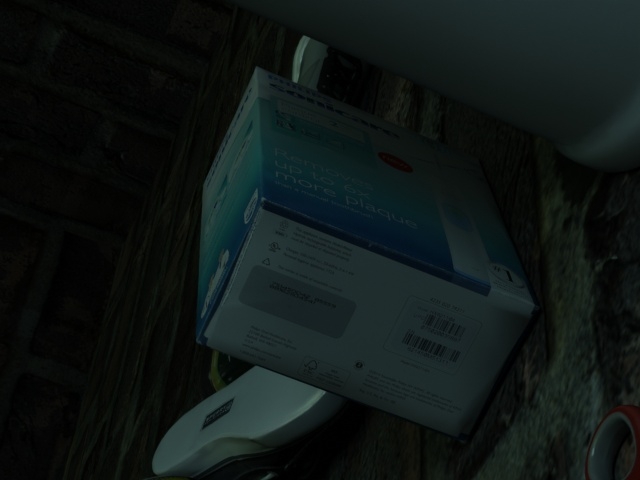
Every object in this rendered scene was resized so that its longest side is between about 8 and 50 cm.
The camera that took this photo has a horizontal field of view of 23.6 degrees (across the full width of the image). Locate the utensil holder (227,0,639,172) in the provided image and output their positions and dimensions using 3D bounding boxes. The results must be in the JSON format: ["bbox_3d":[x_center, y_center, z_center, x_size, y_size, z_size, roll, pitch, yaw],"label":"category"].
[{"bbox_3d":[0.079,-0.261,0.989,0.327,0.386,0.327,-160,90,-78],"label":"utensil holder"}]

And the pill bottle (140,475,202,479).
[{"bbox_3d":[-0.108,0.308,1.319,0.334,0.188,0.187,167,123,-75],"label":"pill bottle"}]

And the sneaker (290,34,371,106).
[{"bbox_3d":[0.005,-0.163,1.832,0.108,0.100,0.271,8,68,57],"label":"sneaker"}]

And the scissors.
[{"bbox_3d":[0.187,0.135,0.744,0.109,0.021,0.297,-69,13,-10],"label":"scissors"}]

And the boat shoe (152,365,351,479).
[{"bbox_3d":[-0.046,0.189,1.466,0.301,0.102,0.108,-34,26,45],"label":"boat shoe"}]

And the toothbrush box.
[{"bbox_3d":[0.026,0.000,1.188,0.295,0.216,0.126,-96,30,-67],"label":"toothbrush box"}]

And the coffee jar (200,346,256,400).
[{"bbox_3d":[-0.045,0.106,1.535,0.184,0.079,0.096,-38,34,39],"label":"coffee jar"}]
